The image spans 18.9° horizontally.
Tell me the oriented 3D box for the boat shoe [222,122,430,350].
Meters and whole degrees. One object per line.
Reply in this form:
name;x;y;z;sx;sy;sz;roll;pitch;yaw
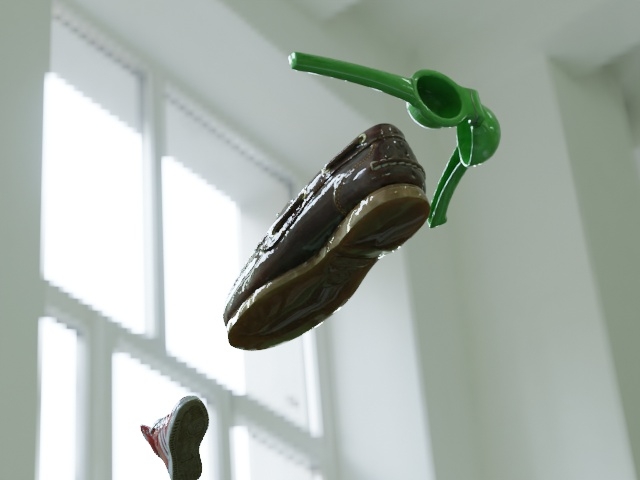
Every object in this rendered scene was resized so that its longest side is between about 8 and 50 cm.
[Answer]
boat shoe;0.000;0.000;1.342;0.073;0.073;0.207;13;-42;-42

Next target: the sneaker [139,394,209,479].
sneaker;-0.135;0.168;1.759;0.042;0.067;0.118;-18;-40;-25

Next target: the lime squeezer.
lime squeezer;0.086;-0.102;1.616;0.110;0.058;0.310;-5;-25;24
